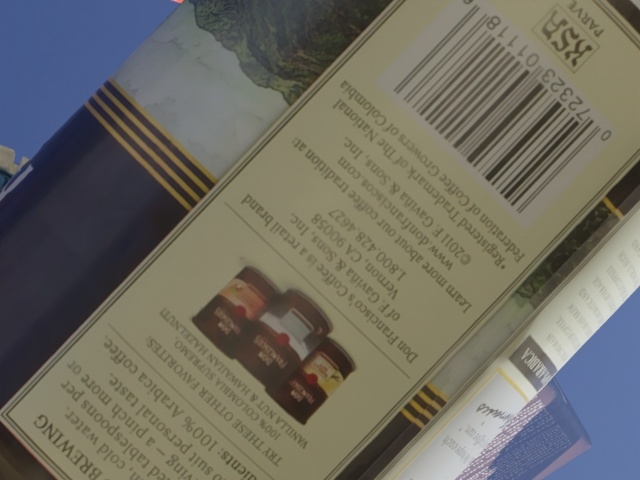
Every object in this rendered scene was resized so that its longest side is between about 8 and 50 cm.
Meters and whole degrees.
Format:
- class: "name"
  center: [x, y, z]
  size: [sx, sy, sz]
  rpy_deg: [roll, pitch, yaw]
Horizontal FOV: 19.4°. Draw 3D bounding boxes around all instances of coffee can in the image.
- class: "coffee can"
  center: [0.000, 0.000, 0.699]
  size: [0.201, 0.275, 0.201]
  rpy_deg: [44, 179, 1]

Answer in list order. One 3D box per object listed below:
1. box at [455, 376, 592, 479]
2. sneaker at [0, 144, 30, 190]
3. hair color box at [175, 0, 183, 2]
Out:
- class: "box"
  center: [0.055, 0.064, 1.169]
  size: [0.191, 0.143, 0.381]
  rpy_deg: [59, -178, 16]
- class: "sneaker"
  center: [-0.202, -0.022, 1.014]
  size: [0.191, 0.083, 0.071]
  rpy_deg: [38, -112, 11]
- class: "hair color box"
  center: [-0.144, -0.243, 1.408]
  size: [0.167, 0.053, 0.093]
  rpy_deg: [11, -114, -56]
